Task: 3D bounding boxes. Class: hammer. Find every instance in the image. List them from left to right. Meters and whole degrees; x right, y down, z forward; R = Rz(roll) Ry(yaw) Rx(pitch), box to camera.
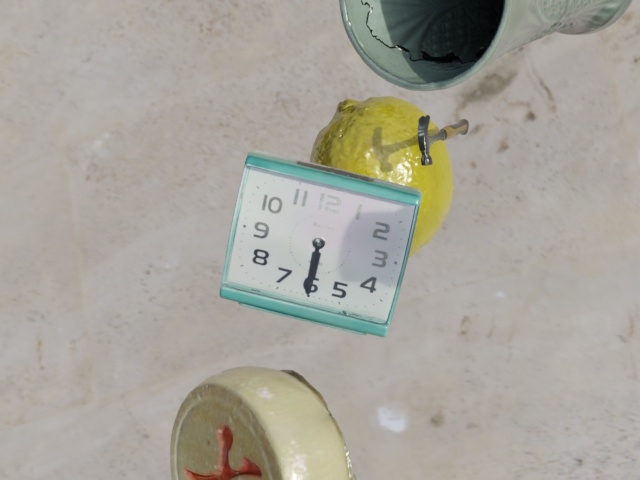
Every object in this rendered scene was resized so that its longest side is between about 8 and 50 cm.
[{"bbox_3d":[0.207,-0.182,1.753,0.021,0.201,0.078,-3,104,29],"label":"hammer"}]

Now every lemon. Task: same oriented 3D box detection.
[{"bbox_3d":[0.115,-0.110,1.906,0.268,0.268,0.322,-16,105,23],"label":"lemon"}]

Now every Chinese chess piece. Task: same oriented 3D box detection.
[{"bbox_3d":[-0.098,0.365,1.626,0.338,0.140,0.338,6,98,49],"label":"Chinese chess piece"}]

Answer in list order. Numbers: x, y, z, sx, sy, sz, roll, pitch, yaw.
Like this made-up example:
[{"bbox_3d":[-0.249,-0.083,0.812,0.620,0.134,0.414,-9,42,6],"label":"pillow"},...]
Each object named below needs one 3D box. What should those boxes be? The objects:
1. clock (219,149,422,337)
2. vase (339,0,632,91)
[{"bbox_3d":[0.000,0.000,1.549,0.262,0.116,0.231,13,106,2],"label":"clock"},{"bbox_3d":[0.109,-0.145,0.586,0.096,0.219,0.096,11,110,33],"label":"vase"}]
